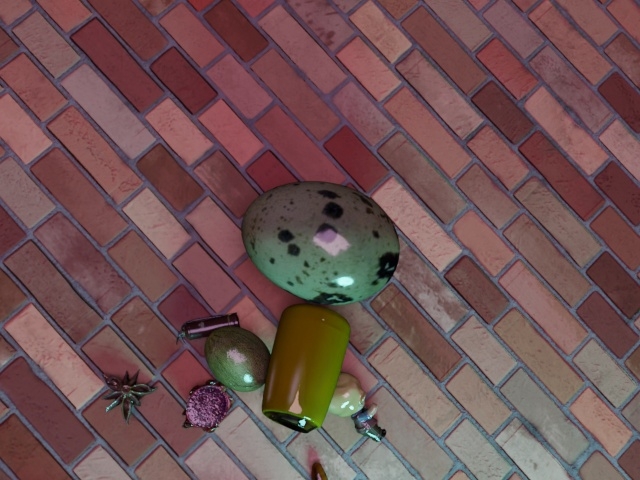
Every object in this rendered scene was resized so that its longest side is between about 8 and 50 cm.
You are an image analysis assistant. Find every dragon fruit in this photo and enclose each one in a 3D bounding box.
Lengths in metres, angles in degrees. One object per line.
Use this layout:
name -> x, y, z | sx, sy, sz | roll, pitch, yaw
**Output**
dragon fruit -> -0.276, 0.403, 1.393 | 0.112, 0.068, 0.126 | 20, 69, -14

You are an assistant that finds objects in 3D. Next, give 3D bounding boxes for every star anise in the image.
star anise -> -0.479, 0.361, 1.383 | 0.129, 0.056, 0.124 | 34, 56, 3

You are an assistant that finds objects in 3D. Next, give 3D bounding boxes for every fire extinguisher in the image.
fire extinguisher -> -0.281, 0.217, 1.424 | 0.158, 0.043, 0.064 | -10, 55, -7

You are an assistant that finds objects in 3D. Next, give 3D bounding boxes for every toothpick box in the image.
toothpick box -> -0.039, 0.300, 1.334 | 0.175, 0.175, 0.271 | 18, 61, -3

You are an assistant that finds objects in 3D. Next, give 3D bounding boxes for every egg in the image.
egg -> 0.000, 0.000, 1.355 | 0.379, 0.287, 0.288 | 25, 81, 4

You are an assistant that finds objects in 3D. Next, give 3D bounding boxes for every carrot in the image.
carrot -> 0.005, 0.615, 1.403 | 0.048, 0.048, 0.139 | -8, 83, -7

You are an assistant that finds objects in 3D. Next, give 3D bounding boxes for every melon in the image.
melon -> -0.192, 0.288, 1.376 | 0.192, 0.139, 0.139 | 45, 81, -14

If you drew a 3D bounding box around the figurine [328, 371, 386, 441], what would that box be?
figurine -> 0.087, 0.410, 1.407 | 0.196, 0.114, 0.108 | 44, 81, -7
